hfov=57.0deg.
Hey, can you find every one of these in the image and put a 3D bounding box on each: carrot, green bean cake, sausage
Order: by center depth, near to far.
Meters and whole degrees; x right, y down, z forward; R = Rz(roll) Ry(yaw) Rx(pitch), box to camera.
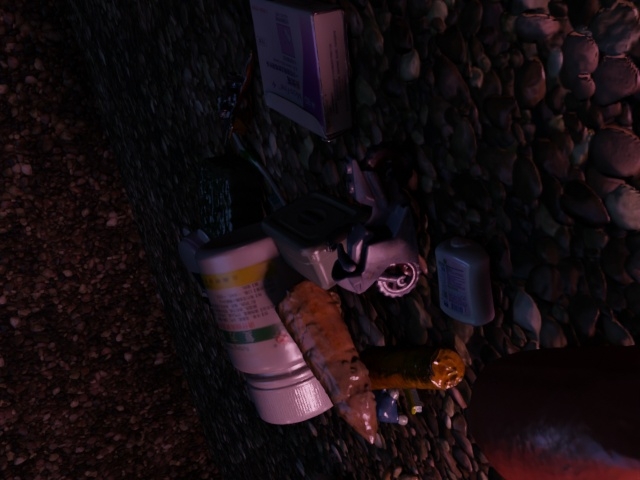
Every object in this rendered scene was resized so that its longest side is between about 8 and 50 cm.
[{"bbox_3d":[0.236,0.167,0.529,0.254,0.148,0.148,-14,97,65],"label":"sausage"},{"bbox_3d":[0.119,0.190,0.875,0.070,0.070,0.260,67,156,2],"label":"carrot"},{"bbox_3d":[0.020,0.186,0.901,0.263,0.101,0.102,60,155,23],"label":"carrot"},{"bbox_3d":[-0.192,-0.083,1.256,0.183,0.094,0.185,31,125,56],"label":"green bean cake"}]

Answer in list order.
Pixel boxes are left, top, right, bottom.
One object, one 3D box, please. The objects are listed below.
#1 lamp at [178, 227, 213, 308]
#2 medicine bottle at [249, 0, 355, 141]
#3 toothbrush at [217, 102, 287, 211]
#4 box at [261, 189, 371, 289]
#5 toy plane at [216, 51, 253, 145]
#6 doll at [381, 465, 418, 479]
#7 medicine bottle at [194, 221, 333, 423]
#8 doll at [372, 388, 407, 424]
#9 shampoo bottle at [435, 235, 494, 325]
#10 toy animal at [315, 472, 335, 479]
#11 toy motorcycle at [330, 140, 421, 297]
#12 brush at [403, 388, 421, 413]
[{"bbox_3d":[-0.285,0.073,1.570,0.179,0.107,0.246,9,125,58],"label":"lamp"},{"bbox_3d":[-0.027,-0.253,0.834,0.201,0.052,0.171,41,145,49],"label":"medicine bottle"},{"bbox_3d":[-0.138,-0.169,1.167,0.304,0.030,0.030,59,155,25],"label":"toothbrush"},{"bbox_3d":[0.000,0.000,0.914,0.172,0.124,0.093,31,147,55],"label":"box"},{"bbox_3d":[-0.159,-0.267,1.079,0.188,0.062,0.135,106,162,-50],"label":"toy plane"},{"bbox_3d":[0.149,0.438,1.077,0.093,0.051,0.062,-25,86,37],"label":"doll"},{"bbox_3d":[-0.082,0.144,1.087,0.208,0.208,0.340,6,115,63],"label":"medicine bottle"},{"bbox_3d":[0.104,0.277,1.008,0.083,0.050,0.076,3,109,66],"label":"doll"},{"bbox_3d":[0.166,0.042,0.686,0.072,0.043,0.099,26,132,56],"label":"shampoo bottle"},{"bbox_3d":[0.037,0.674,1.337,0.289,0.174,0.249,152,107,-67],"label":"toy animal"},{"bbox_3d":[0.065,-0.018,0.751,0.080,0.122,0.216,-124,22,-61],"label":"toy motorcycle"},{"bbox_3d":[0.139,0.236,0.933,0.083,0.021,0.019,-114,14,-52],"label":"brush"}]
